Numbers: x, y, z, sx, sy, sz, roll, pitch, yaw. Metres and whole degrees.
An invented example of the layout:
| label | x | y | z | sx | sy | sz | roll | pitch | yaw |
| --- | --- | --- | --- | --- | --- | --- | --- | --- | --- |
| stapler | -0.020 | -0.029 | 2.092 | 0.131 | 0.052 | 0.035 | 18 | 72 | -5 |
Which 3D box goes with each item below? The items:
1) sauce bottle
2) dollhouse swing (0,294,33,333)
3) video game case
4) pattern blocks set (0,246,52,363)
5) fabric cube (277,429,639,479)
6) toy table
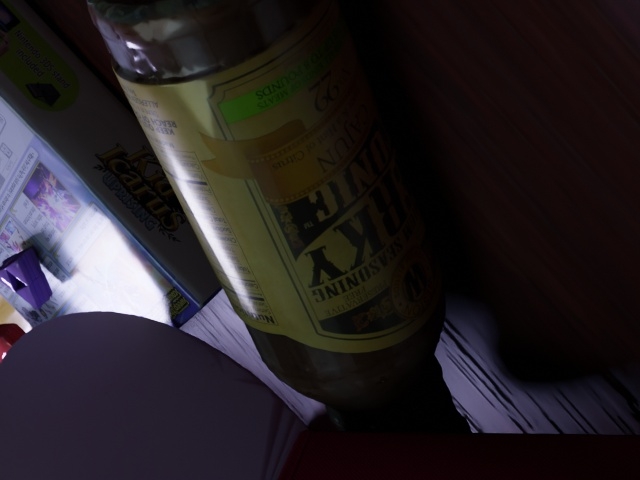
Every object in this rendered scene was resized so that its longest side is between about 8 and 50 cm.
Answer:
| label | x | y | z | sx | sy | sz | roll | pitch | yaw |
| --- | --- | --- | --- | --- | --- | --- | --- | --- | --- |
| sauce bottle | 0.000 | 0.000 | 0.792 | 0.111 | 0.111 | 0.344 | 16 | 142 | 44 |
| dollhouse swing | -0.441 | 0.054 | 1.307 | 0.347 | 0.315 | 0.305 | 50 | 163 | -6 |
| video game case | -0.183 | -0.025 | 1.055 | 0.244 | 0.061 | 0.269 | 47 | 152 | -2 |
| pattern blocks set | -0.320 | -0.017 | 1.127 | 0.324 | 0.026 | 0.285 | 27 | 142 | 24 |
| fabric cube | 0.107 | 0.263 | 0.745 | 0.258 | 0.254 | 0.259 | -2 | 130 | 23 |
| toy table | -0.089 | 0.183 | 0.986 | 0.274 | 0.252 | 0.161 | 54 | 160 | 19 |
